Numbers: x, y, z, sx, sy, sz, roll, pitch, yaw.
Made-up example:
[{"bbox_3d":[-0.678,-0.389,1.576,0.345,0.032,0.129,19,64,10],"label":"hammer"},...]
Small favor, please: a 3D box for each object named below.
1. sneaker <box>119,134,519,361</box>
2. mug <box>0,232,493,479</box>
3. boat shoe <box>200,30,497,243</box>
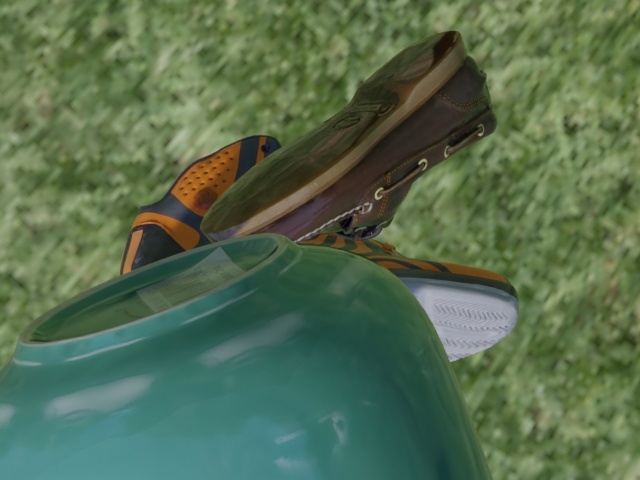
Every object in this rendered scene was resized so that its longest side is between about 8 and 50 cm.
[{"bbox_3d":[0.000,0.000,1.591,0.321,0.180,0.124,3,145,-4],"label":"sneaker"},{"bbox_3d":[-0.037,0.058,0.513,0.158,0.129,0.097,-12,103,33],"label":"mug"},{"bbox_3d":[0.024,-0.038,1.114,0.073,0.207,0.073,11,133,55],"label":"boat shoe"}]
